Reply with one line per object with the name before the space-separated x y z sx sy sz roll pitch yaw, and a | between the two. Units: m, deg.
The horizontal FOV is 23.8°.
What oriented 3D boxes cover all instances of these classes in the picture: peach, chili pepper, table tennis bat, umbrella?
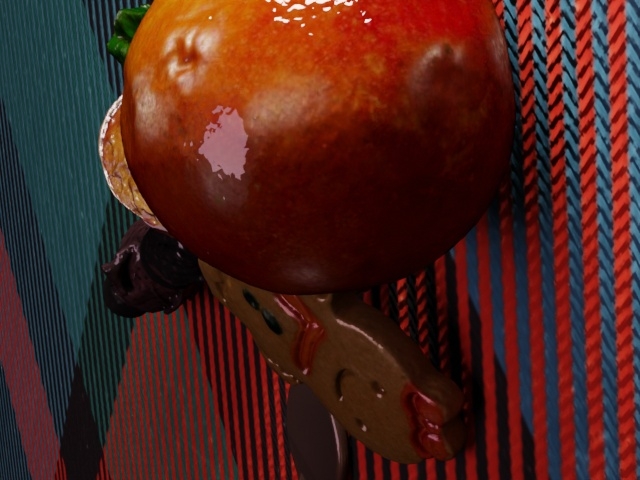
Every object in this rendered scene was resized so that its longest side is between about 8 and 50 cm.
peach | 0.006 -0.083 0.833 0.243 0.199 0.243 -29 46 35
chili pepper | -0.139 -0.167 1.327 0.257 0.074 0.100 -158 70 -65
table tennis bat | -0.053 0.185 1.192 0.107 0.119 0.170 -124 34 -48
umbrella | -0.135 0.013 1.375 0.090 0.094 0.326 37 157 -10

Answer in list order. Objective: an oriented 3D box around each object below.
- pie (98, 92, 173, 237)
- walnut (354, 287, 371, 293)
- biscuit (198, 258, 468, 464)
pie | -0.117 -0.051 1.219 0.191 0.088 0.033 38 180 25
walnut | 0.000 0.000 1.037 0.079 0.082 0.096 -12 96 39
biscuit | 0.003 0.067 0.992 0.225 0.036 0.166 45 151 12
